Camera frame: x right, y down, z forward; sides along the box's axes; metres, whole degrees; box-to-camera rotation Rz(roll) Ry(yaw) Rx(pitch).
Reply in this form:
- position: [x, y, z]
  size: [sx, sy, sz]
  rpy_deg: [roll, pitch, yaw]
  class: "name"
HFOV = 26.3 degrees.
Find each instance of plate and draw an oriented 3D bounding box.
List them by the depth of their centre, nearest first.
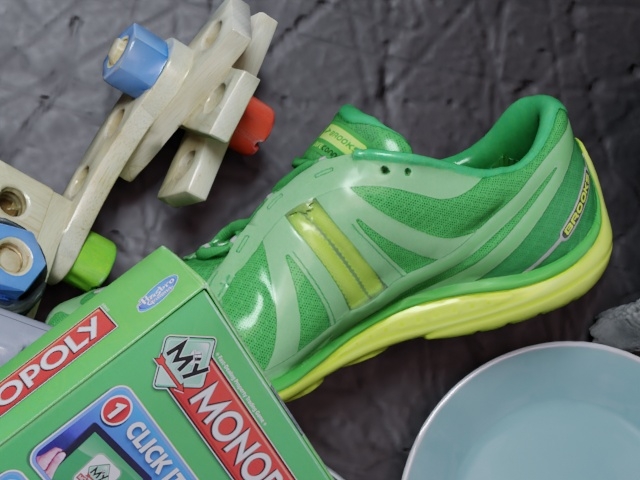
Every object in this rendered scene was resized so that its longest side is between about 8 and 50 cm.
- position: [0.129, 0.146, 0.718]
  size: [0.188, 0.024, 0.188]
  rpy_deg: [1, 86, -9]
  class: "plate"

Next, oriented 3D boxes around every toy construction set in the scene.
- position: [-0.187, -0.076, 0.640]
  size: [0.327, 0.151, 0.215]
  rpy_deg: [21, 55, -14]
  class: "toy construction set"

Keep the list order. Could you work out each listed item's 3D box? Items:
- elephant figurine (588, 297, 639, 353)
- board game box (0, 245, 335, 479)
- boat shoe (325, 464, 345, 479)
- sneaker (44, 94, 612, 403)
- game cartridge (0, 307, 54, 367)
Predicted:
- position: [0.243, -0.074, 0.701]
  size: [0.186, 0.169, 0.239]
  rpy_deg: [-10, 91, -25]
  class: "elephant figurine"
- position: [-0.068, 0.184, 0.584]
  size: [0.213, 0.046, 0.317]
  rpy_deg: [-38, 125, -12]
  class: "board game box"
- position: [-0.073, 0.121, 0.663]
  size: [0.219, 0.070, 0.078]
  rpy_deg: [19, 81, -7]
  class: "boat shoe"
- position: [0.000, 0.000, 0.663]
  size: [0.295, 0.109, 0.123]
  rpy_deg: [-18, 109, -19]
  class: "sneaker"
- position: [-0.236, 0.138, 0.587]
  size: [0.196, 0.060, 0.294]
  rpy_deg: [20, 107, -11]
  class: "game cartridge"
